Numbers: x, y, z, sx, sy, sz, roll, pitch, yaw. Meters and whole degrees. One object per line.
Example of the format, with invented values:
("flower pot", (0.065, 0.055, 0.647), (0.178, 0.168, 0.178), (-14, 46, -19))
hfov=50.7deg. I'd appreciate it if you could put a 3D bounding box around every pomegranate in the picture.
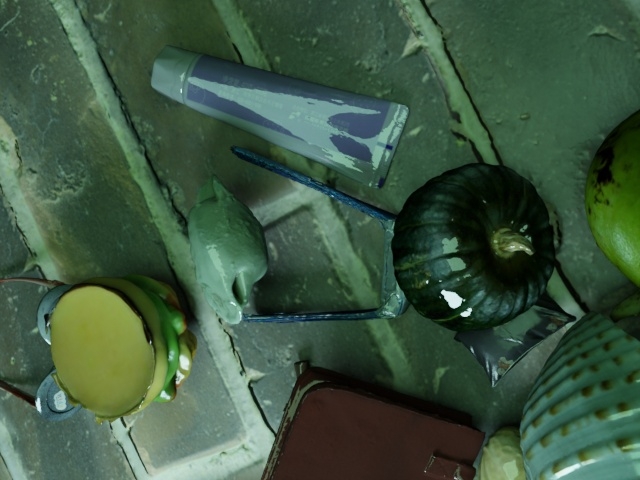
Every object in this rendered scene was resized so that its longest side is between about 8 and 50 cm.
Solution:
("pomegranate", (0.421, -0.024, 0.762), (0.260, 0.260, 0.340), (20, 126, 15))

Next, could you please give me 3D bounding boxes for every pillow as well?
("pillow", (0.259, 0.119, 0.920), (0.150, 0.048, 0.090), (-45, 81, 18))

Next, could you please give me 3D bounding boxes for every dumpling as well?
("dumpling", (-0.130, 0.013, 0.964), (0.108, 0.152, 0.219), (-6, 76, -6))

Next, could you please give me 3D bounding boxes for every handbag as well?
("handbag", (0.062, 0.330, 0.922), (0.275, 0.084, 0.260), (18, 90, -12))

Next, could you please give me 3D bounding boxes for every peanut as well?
("peanut", (0.276, 0.359, 0.918), (0.099, 0.090, 0.214), (-21, 88, 7))

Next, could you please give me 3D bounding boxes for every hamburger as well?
("hamburger", (-0.293, 0.158, 1.052), (0.237, 0.149, 0.237), (3, 97, 26))

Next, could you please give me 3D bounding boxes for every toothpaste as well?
("toothpaste", (-0.066, -0.191, 0.983), (0.371, 0.080, 0.125), (20, 101, 10))

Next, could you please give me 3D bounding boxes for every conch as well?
("conch", (0.338, 0.255, 0.784), (0.215, 0.303, 0.319), (-30, 54, -1))

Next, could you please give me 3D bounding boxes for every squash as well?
("squash", (0.193, 0.007, 0.853), (0.218, 0.172, 0.218), (1, 69, -3))

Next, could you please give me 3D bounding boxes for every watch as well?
("watch", (0.005, -0.012, 0.988), (0.274, 0.068, 0.276), (-2, 95, 23))

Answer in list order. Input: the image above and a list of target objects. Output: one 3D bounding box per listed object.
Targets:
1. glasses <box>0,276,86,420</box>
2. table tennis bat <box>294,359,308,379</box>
("glasses", (-0.503, 0.170, 1.180), (0.268, 0.118, 0.234), (10, 101, 37))
("table tennis bat", (-0.048, 0.271, 0.991), (0.107, 0.119, 0.170), (-10, 86, 36))
